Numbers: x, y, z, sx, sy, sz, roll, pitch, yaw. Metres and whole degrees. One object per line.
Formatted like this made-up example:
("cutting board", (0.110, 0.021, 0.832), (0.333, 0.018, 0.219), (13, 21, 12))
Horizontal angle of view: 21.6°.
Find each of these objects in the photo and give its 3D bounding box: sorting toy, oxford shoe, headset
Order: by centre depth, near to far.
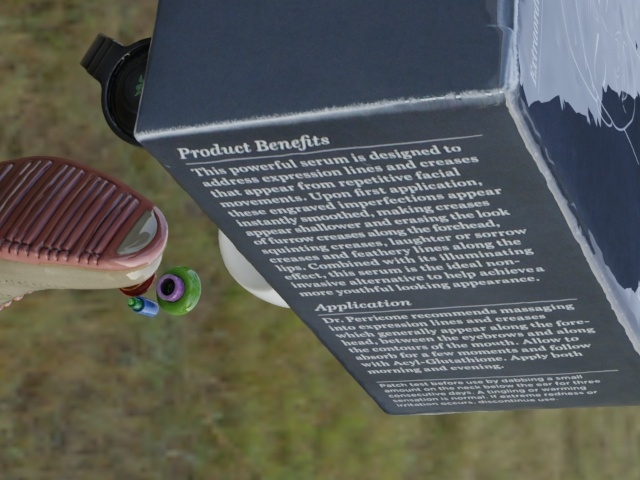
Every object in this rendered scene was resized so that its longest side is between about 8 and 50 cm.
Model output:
("oxford shoe", (-0.277, 0.006, 1.464), (0.123, 0.348, 0.130), (-53, 142, -43))
("sorting toy", (-0.174, 0.045, 1.697), (0.042, 0.102, 0.061), (24, 85, -60))
("headset", (-0.120, -0.160, 1.955), (0.243, 0.185, 0.394), (30, 5, -40))

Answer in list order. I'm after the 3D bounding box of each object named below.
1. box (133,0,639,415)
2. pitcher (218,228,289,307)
("box", (0.083, -0.099, 1.041), (0.395, 0.212, 0.293), (52, 39, -54))
("pitcher", (0.000, 0.000, 1.386), (0.207, 0.178, 0.125), (-12, 67, -50))
